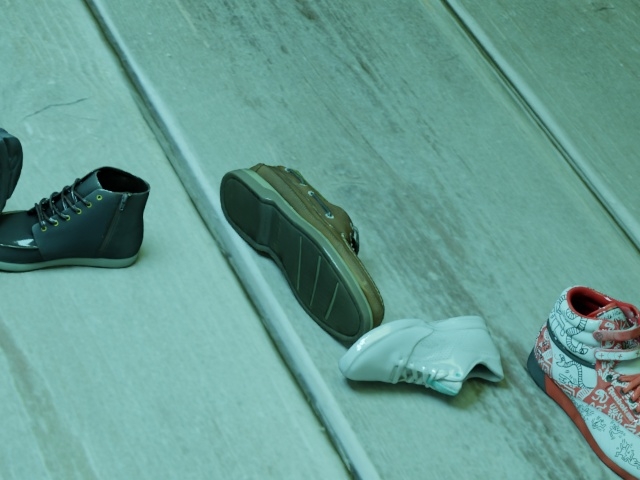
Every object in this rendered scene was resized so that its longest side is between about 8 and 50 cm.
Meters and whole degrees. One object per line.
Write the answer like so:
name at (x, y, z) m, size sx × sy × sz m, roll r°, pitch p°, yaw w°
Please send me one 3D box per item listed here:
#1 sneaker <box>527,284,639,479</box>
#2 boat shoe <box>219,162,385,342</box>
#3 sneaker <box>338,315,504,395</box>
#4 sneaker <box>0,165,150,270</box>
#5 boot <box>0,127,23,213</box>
sneaker at (0.356, 0.170, 2.162) m, size 0.090 × 0.145 × 0.270 m, roll -17°, pitch 50°, yaw -36°
boat shoe at (0.000, 0.000, 2.264) m, size 0.104 × 0.111 × 0.307 m, roll -15°, pitch 48°, yaw -33°
sneaker at (0.125, 0.145, 2.170) m, size 0.212 × 0.080 × 0.094 m, roll -8°, pitch 56°, yaw -30°
sneaker at (-0.313, -0.034, 2.181) m, size 0.222 × 0.118 × 0.083 m, roll -1°, pitch 42°, yaw -22°
boot at (-0.616, -0.094, 2.094) m, size 0.445 × 0.146 × 0.367 m, roll 29°, pitch 51°, yaw 18°
